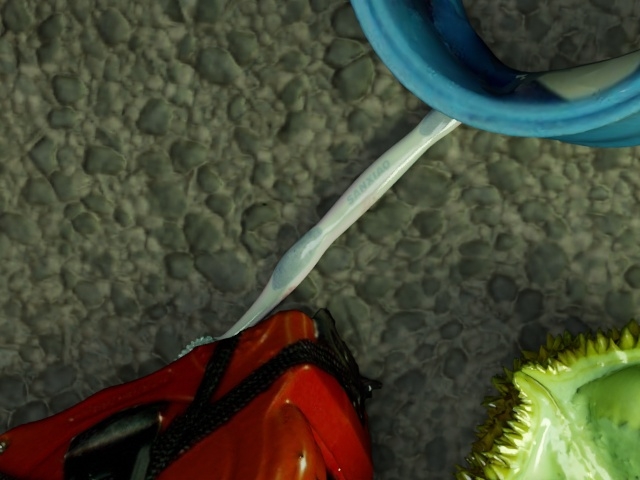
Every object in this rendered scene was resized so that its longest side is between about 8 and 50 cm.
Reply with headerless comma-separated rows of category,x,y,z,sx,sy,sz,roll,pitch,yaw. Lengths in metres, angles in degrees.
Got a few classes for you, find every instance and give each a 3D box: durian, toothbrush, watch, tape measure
durian,0.163,0.165,0.893,0.200,0.176,0.236,11,80,27
toothbrush,0.000,0.000,0.999,0.269,0.027,0.021,-45,70,7
watch,0.167,-0.141,0.880,0.275,0.241,0.305,-14,81,27
tape measure,-0.086,0.169,0.911,0.253,0.260,0.114,-24,120,12
